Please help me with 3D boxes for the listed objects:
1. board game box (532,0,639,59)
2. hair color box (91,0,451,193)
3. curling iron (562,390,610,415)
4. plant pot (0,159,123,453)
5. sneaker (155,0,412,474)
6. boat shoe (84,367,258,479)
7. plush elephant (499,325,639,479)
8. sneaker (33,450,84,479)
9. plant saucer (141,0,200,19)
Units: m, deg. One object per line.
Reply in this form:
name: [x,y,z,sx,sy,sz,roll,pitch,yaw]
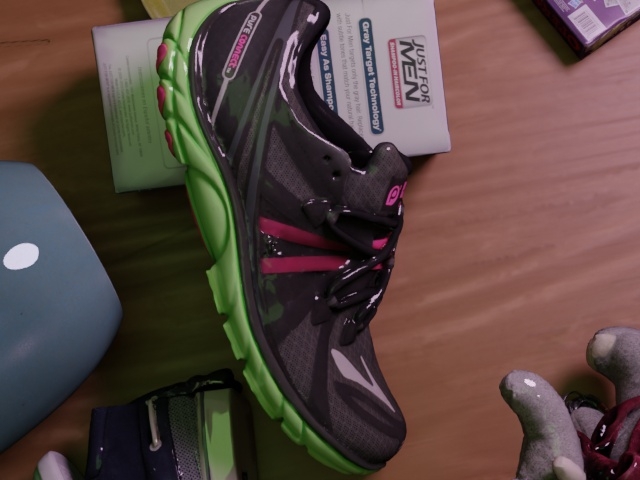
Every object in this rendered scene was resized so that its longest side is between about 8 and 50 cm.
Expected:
board game box: [0.269,-0.395,1.214,0.208,0.056,0.347,-35,78,0]
hair color box: [-0.048,-0.156,1.130,0.347,0.105,0.174,-7,97,3]
curling iron: [0.336,0.258,1.067,0.068,0.035,0.274,-43,77,-10]
plant pot: [-0.336,0.058,1.042,0.235,0.293,0.293,-33,77,-18]
sneaker: [0.000,0.000,1.010,0.202,0.185,0.483,-16,103,8]
boat shoe: [-0.140,0.305,1.057,0.158,0.127,0.341,-9,69,8]
plush elephant: [0.240,0.206,0.914,0.255,0.272,0.330,3,83,-21]
sneaker: [-0.275,0.346,1.061,0.151,0.094,0.256,-22,76,2]
plant saucer: [-0.088,-0.311,1.223,0.240,0.037,0.241,-1,77,4]
